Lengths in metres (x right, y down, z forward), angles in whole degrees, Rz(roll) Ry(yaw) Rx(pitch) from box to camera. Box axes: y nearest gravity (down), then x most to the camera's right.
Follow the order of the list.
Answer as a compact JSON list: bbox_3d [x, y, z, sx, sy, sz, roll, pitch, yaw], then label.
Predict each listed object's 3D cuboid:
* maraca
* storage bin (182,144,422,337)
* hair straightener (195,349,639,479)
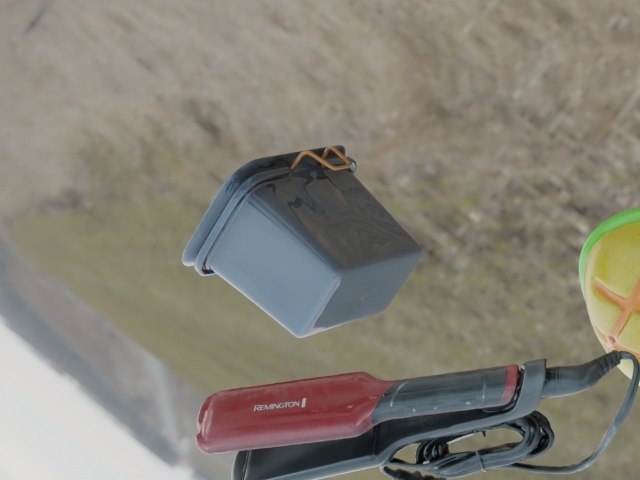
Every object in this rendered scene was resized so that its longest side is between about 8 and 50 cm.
[{"bbox_3d":[0.226,0.054,1.028,0.186,0.099,0.127,48,141,-13],"label":"maraca"},{"bbox_3d":[0.000,0.000,1.109,0.091,0.098,0.135,42,-153,19],"label":"storage bin"},{"bbox_3d":[0.055,0.097,0.921,0.230,0.047,0.089,-15,134,19],"label":"hair straightener"}]
